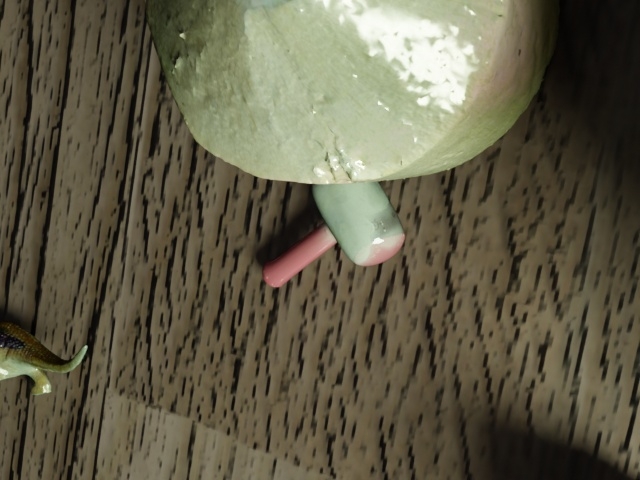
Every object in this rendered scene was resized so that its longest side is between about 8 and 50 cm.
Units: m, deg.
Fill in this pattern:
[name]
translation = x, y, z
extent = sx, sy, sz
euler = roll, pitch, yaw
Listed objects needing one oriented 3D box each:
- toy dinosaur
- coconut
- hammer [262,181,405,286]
[toy dinosaur]
translation = -0.192, 0.078, 0.560
extent = 0.180, 0.037, 0.058
euler = -1, 99, 30
[coconut]
translation = 0.014, -0.093, 0.364
extent = 0.147, 0.153, 0.147
euler = 4, 99, 28
[hammer]
translation = 0.000, 0.000, 0.452
extent = 0.083, 0.031, 0.052
euler = -37, 73, 33
